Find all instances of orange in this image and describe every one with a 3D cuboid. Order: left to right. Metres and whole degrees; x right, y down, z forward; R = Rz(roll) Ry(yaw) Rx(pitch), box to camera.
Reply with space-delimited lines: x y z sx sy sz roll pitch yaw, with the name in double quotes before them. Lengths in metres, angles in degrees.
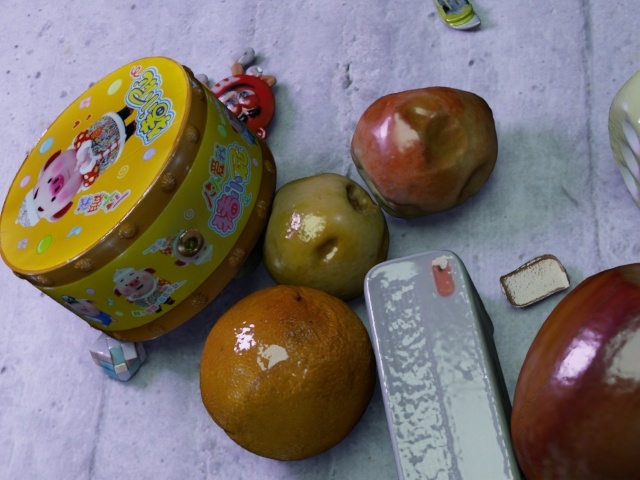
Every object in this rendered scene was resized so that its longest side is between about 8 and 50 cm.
"orange" -0.050 0.195 1.538 0.264 0.264 0.264 -6 63 12

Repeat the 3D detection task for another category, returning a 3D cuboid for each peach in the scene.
"peach" 0.171 -0.147 1.677 0.235 0.214 0.214 -25 60 -10

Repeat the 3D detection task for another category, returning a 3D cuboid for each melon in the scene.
"melon" -0.139 0.002 1.743 0.098 0.098 0.131 -3 63 14

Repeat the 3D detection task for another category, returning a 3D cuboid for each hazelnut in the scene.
"hazelnut" 0.421 0.207 1.359 0.365 0.366 0.366 -6 63 12

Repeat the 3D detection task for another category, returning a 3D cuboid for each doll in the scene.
"doll" -0.160 -0.248 1.883 0.183 0.085 0.217 -26 51 0

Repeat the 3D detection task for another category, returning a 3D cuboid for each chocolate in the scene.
"chocolate" 0.326 0.066 1.619 0.100 0.031 0.065 -28 71 0

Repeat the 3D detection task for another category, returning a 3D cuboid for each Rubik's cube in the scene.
"Rubik's cube" -0.321 0.180 1.716 0.073 0.075 0.084 19 69 26

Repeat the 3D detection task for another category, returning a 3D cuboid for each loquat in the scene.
"loquat" -0.003 -0.004 1.652 0.213 0.213 0.213 -6 63 12

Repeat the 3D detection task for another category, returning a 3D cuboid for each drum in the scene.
"drum" -0.287 -0.066 1.663 0.431 0.214 0.431 -26 42 26

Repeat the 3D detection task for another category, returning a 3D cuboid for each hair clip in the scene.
"hair clip" 0.226 -0.442 1.899 0.060 0.033 0.188 -25 63 5

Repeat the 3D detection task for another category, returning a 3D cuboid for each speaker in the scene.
"speaker" 0.176 0.222 1.494 0.183 0.184 0.406 -15 62 9

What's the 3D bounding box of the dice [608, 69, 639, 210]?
"dice" 0.580 -0.132 1.521 0.249 0.252 0.254 -25 59 4
